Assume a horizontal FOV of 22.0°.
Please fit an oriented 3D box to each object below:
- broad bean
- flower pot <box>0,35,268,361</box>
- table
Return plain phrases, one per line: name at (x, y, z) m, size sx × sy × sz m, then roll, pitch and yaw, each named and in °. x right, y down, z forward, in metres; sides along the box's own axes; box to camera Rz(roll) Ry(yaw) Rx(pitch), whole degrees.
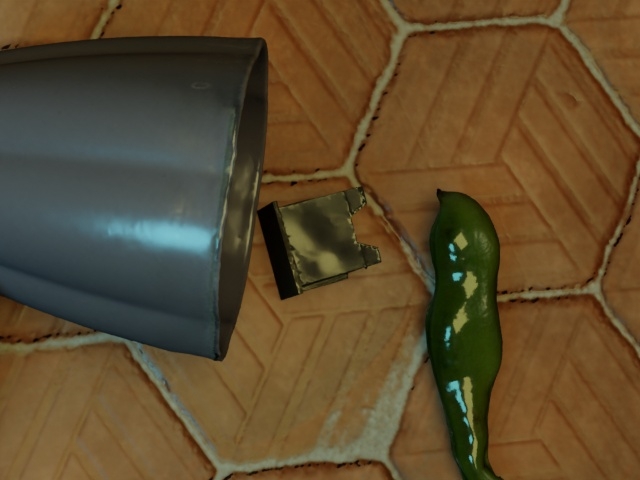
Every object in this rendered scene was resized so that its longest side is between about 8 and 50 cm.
broad bean at (0.144, 0.107, 1.477) m, size 0.098 × 0.056 × 0.318 m, roll -17°, pitch 94°, yaw -17°
flower pot at (-0.176, -0.043, 1.342) m, size 0.243 × 0.265 × 0.265 m, roll 5°, pitch 85°, yaw 1°
table at (0.000, 0.000, 1.451) m, size 0.082 × 0.070 × 0.083 m, roll -15°, pitch 87°, yaw -15°
